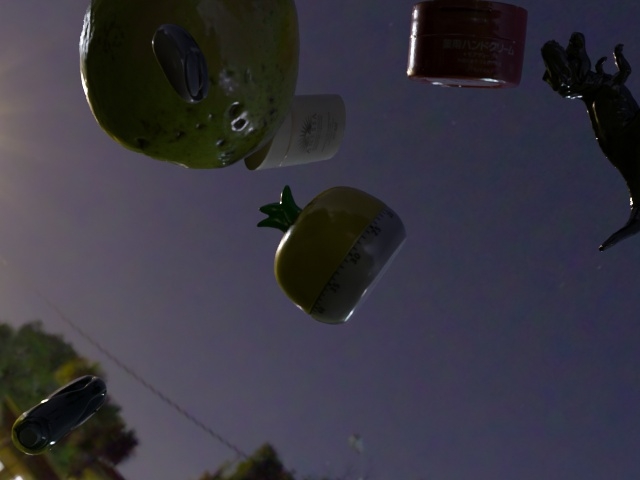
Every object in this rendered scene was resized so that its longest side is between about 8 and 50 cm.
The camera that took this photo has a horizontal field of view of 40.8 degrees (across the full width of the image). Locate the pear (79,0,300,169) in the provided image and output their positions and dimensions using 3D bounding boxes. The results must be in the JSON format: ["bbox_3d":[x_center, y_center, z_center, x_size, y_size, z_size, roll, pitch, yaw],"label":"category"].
[{"bbox_3d":[-0.209,-0.318,1.407,0.391,0.391,0.391,38,-30,27],"label":"pear"}]

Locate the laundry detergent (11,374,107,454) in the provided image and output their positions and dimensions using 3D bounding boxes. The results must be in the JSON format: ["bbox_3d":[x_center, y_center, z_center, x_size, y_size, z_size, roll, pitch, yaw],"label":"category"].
[{"bbox_3d":[-0.358,0.238,1.166,0.063,0.137,0.211,56,-5,0],"label":"laundry detergent"}]

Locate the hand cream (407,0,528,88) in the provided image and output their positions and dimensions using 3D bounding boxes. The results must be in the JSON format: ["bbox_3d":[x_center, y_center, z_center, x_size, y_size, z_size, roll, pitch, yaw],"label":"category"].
[{"bbox_3d":[0.238,-0.316,1.403,0.193,0.193,0.125,11,-80,53],"label":"hand cream"}]

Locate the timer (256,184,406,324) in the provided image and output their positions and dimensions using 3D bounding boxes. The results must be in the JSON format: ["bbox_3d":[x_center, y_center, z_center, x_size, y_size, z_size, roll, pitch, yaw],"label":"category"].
[{"bbox_3d":[0.000,0.000,1.653,0.285,0.285,0.285,38,-30,27],"label":"timer"}]

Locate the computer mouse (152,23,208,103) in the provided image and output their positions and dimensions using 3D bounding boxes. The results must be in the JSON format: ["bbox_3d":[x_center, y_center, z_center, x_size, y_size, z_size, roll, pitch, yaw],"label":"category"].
[{"bbox_3d":[-0.155,-0.206,0.988,0.039,0.066,0.096,-30,-98,20],"label":"computer mouse"}]

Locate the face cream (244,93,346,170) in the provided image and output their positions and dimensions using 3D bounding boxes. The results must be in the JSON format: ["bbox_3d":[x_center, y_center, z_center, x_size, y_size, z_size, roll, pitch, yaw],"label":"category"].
[{"bbox_3d":[-0.058,-0.266,2.079,0.081,0.348,0.173,19,-72,27],"label":"face cream"}]

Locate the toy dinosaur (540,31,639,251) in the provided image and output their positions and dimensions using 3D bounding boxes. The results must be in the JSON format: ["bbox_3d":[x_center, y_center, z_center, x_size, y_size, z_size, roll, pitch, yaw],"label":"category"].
[{"bbox_3d":[0.264,-0.098,0.840,0.187,0.179,0.087,44,-6,13],"label":"toy dinosaur"}]
